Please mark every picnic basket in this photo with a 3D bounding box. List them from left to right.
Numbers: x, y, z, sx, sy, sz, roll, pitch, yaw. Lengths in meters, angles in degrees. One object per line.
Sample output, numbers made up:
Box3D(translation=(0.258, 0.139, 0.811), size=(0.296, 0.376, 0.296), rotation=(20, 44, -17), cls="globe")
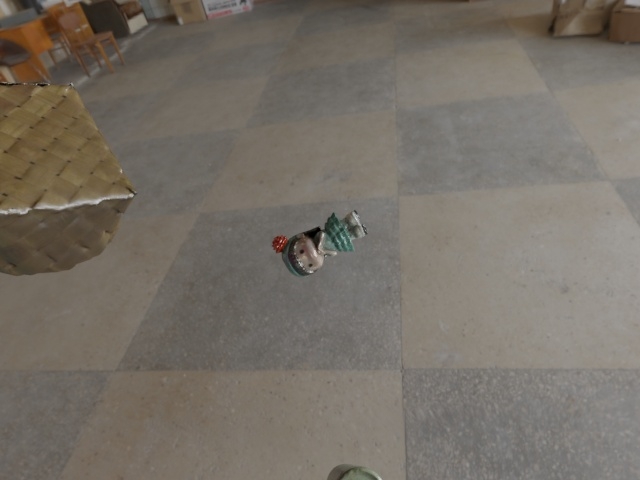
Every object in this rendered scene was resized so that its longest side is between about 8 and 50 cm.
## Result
Box3D(translation=(-0.511, -0.067, 0.770), size=(0.337, 0.338, 0.292), rotation=(21, 25, 36), cls="picnic basket")

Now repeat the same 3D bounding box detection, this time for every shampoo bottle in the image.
Box3D(translation=(0.054, 0.446, 0.803), size=(0.085, 0.262, 0.085), rotation=(1, 65, -3), cls="shampoo bottle")

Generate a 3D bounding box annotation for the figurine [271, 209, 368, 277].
Box3D(translation=(0.000, 0.000, 0.521), size=(0.105, 0.060, 0.047), rotation=(-29, 20, 10), cls="figurine")
